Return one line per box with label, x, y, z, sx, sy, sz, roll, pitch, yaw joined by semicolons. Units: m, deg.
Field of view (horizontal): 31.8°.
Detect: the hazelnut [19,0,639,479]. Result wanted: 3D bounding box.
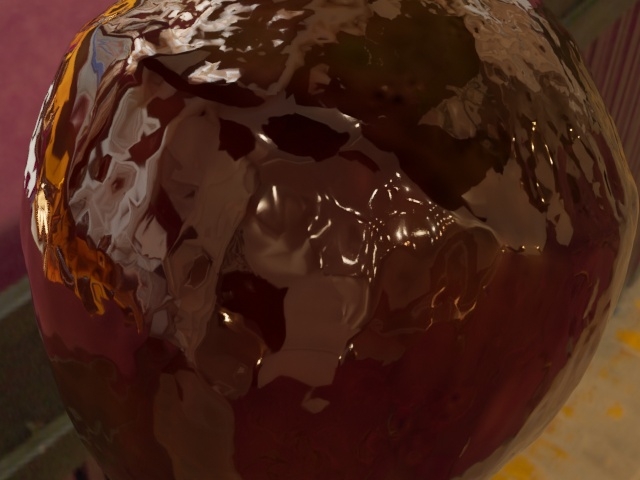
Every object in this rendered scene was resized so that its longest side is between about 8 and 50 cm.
hazelnut;0.000;0.000;0.695;0.352;0.421;0.421;7;48;-10
